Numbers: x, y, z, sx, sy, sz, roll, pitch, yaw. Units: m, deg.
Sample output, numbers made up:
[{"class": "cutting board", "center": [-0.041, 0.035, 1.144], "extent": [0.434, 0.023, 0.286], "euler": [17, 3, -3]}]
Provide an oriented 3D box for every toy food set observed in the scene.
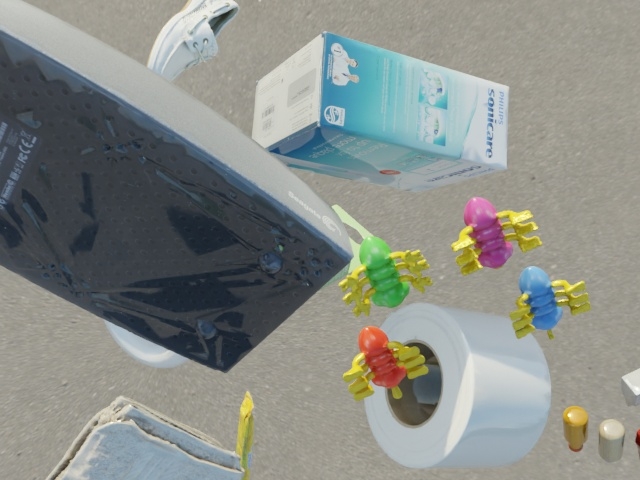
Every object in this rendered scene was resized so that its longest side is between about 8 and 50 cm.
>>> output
[{"class": "toy food set", "center": [0.521, 0.295, 1.165], "extent": [0.232, 0.104, 0.111], "euler": [-25, 45, -4]}]

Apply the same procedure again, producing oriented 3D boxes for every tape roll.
[{"class": "tape roll", "center": [0.204, 0.226, 1.098], "extent": [0.169, 0.246, 0.246], "euler": [11, 79, -33]}]

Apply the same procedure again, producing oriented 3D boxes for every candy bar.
[{"class": "candy bar", "center": [-0.103, 0.281, 0.962], "extent": [0.018, 0.040, 0.161], "euler": [-2, 114, -19]}]

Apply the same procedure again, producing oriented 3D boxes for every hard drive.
[{"class": "hard drive", "center": [-0.123, -0.027, 0.411], "extent": [0.254, 0.172, 0.054], "euler": [31, 42, -16]}]

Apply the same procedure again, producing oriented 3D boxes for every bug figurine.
[{"class": "bug figurine", "center": [0.141, 0.063, 0.775], "extent": [0.279, 0.072, 0.216], "euler": [-20, 123, 3]}]

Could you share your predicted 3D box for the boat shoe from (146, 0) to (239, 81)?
[{"class": "boat shoe", "center": [-0.245, -0.393, 1.392], "extent": [0.096, 0.098, 0.277], "euler": [26, 64, 1]}]

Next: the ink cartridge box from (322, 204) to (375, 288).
[{"class": "ink cartridge box", "center": [0.000, 0.000, 1.333], "extent": [0.235, 0.056, 0.171], "euler": [-27, 55, -32]}]

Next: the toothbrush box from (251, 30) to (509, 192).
[{"class": "toothbrush box", "center": [0.080, -0.162, 0.991], "extent": [0.295, 0.216, 0.126], "euler": [8, 81, -28]}]

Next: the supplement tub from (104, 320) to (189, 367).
[{"class": "supplement tub", "center": [-0.249, 0.083, 1.401], "extent": [0.228, 0.228, 0.316], "euler": [54, 35, -1]}]

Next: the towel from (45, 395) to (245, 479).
[{"class": "towel", "center": [-0.229, 0.318, 0.787], "extent": [0.187, 0.049, 0.282], "euler": [34, 94, -27]}]
